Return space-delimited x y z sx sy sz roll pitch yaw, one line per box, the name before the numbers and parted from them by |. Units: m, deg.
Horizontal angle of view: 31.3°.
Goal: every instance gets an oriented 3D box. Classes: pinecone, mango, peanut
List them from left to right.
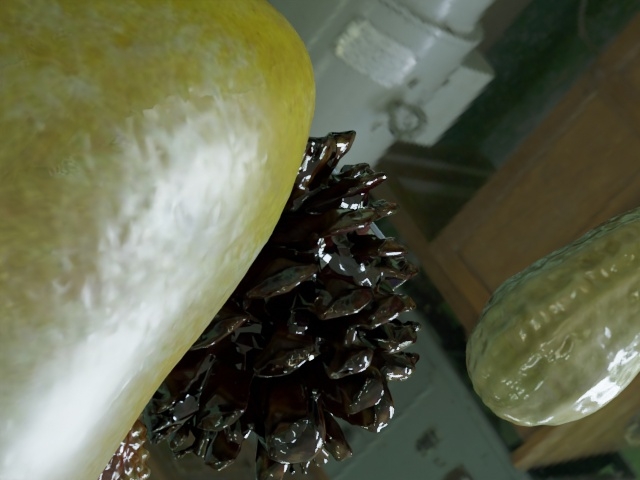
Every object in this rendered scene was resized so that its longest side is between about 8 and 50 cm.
mango | -0.166 0.029 0.394 0.384 0.199 0.221 -32 109 -6
pinecone | -0.046 0.067 0.970 0.298 0.242 0.295 -28 116 -14
peanut | 0.295 0.071 1.181 0.340 0.158 0.174 -33 134 -14

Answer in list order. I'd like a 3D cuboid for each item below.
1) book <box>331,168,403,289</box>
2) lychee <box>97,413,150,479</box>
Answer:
book | 0.000 0.000 1.583 0.157 0.231 0.026 -36 -179 -10
lychee | -0.180 0.138 0.689 0.165 0.165 0.197 -9 176 -35
